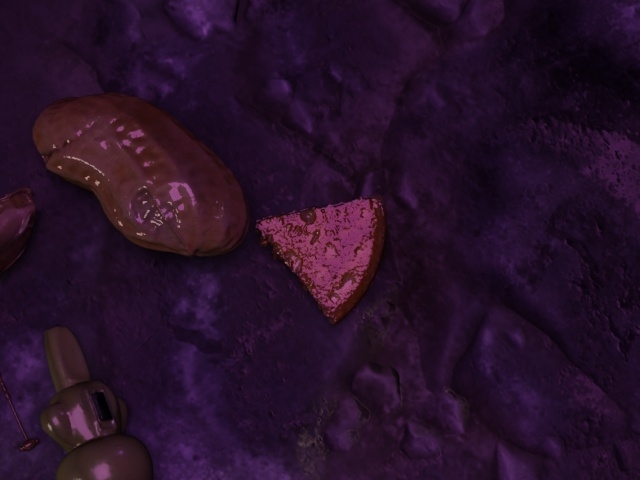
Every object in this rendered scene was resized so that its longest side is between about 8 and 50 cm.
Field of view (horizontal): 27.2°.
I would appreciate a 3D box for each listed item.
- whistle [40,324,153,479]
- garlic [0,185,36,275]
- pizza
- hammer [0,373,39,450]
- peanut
[{"bbox_3d":[-0.328,0.268,1.830,0.141,0.141,0.294,-28,63,-10],"label":"whistle"},{"bbox_3d":[-0.478,0.008,1.865,0.195,0.101,0.087,-33,68,-15],"label":"garlic"},{"bbox_3d":[0.000,0.000,1.933,0.193,0.053,0.201,28,88,0],"label":"pizza"},{"bbox_3d":[-0.434,0.240,1.866,0.029,0.014,0.123,-24,80,-18],"label":"hammer"},{"bbox_3d":[-0.247,-0.099,1.887,0.340,0.158,0.174,44,108,9],"label":"peanut"}]
